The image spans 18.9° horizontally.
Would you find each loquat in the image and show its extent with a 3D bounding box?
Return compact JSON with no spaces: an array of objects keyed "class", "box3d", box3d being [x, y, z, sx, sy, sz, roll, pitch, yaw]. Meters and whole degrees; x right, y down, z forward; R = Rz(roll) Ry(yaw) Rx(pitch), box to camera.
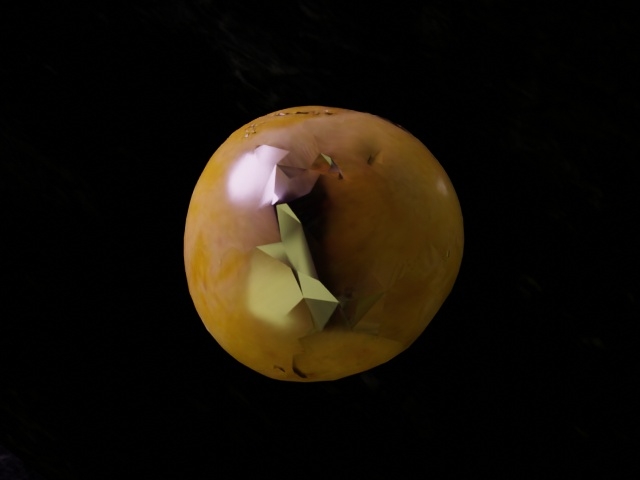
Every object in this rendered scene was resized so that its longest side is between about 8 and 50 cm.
[{"class":"loquat","box3d":[0.000,0.000,1.588,0.235,0.235,0.235,35,150,23]}]
